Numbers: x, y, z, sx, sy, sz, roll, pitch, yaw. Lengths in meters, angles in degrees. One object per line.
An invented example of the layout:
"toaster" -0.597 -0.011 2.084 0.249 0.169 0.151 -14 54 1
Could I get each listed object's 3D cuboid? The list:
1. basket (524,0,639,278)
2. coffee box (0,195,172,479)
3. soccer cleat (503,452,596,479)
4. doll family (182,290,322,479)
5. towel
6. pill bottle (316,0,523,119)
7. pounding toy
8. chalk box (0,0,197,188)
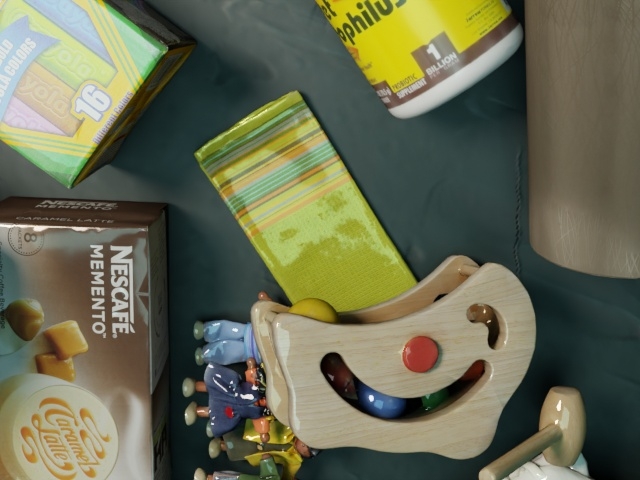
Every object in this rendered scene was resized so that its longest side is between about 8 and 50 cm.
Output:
"basket" 0.227 -0.099 0.784 0.154 0.204 0.226 21 120 42
"coffee box" -0.197 0.094 0.877 0.141 0.098 0.246 3 104 2
"soccer cleat" 0.163 0.241 0.902 0.331 0.116 0.143 -7 87 2
"doll family" -0.048 0.142 0.893 0.111 0.076 0.193 -1 108 21
"towel" 0.000 0.000 0.886 0.102 0.021 0.237 -31 100 10
"pill bottle" 0.047 -0.205 0.785 0.117 0.117 0.215 -33 99 10
"pounding toy" 0.092 0.089 0.811 0.270 0.155 0.154 7 92 -18
"chalk box" -0.223 -0.159 0.802 0.213 0.132 0.132 36 102 -5
